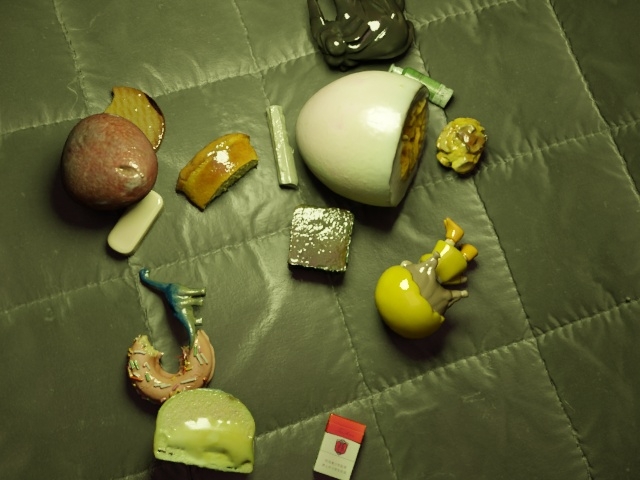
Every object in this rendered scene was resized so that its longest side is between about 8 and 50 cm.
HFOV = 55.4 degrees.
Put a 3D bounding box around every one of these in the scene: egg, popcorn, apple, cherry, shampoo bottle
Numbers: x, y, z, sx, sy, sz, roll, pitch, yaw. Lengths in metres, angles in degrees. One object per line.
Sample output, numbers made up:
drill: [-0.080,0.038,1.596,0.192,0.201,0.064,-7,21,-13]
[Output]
egg: [0.092,-0.292,1.664,0.340,0.354,0.354,17,77,17]
popcorn: [0.412,-0.280,1.787,0.149,0.152,0.167,12,87,-22]
apple: [-0.291,0.478,1.568,0.265,0.120,0.193,15,79,-15]
cherry: [-0.557,-0.203,1.624,0.308,0.221,0.261,18,94,32]
shampoo bottle: [0.300,-0.475,1.852,0.205,0.065,0.065,29,77,2]

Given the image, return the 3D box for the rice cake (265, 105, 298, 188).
rice cake: [-0.111,-0.274,1.782,0.057,0.052,0.256,-2,77,-35]

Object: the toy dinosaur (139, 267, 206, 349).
toy dinosaur: [-0.402,0.174,1.627,0.188,0.075,0.247,-1,55,-4]

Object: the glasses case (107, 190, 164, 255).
glasses case: [-0.513,-0.051,1.699,0.083,0.050,0.196,32,78,0]

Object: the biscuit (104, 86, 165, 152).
biscuit: [-0.539,-0.334,1.767,0.176,0.031,0.228,3,80,-3]

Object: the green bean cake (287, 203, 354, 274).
green bean cake: [0.000,0.000,1.710,0.173,0.094,0.181,6,78,-3]

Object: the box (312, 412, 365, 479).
box: [0.050,0.551,1.625,0.100,0.048,0.152,20,75,-3]

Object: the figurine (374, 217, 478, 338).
figurine: [0.294,0.108,1.678,0.215,0.187,0.343,44,71,-8]

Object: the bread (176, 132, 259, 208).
bread: [-0.285,-0.213,1.711,0.260,0.134,0.129,-42,85,-11]

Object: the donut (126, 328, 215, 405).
donut: [-0.397,0.339,1.611,0.233,0.085,0.199,-7,80,-5]

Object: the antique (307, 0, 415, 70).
antique: [0.125,-0.646,1.812,0.322,0.185,0.255,-2,77,-9]
